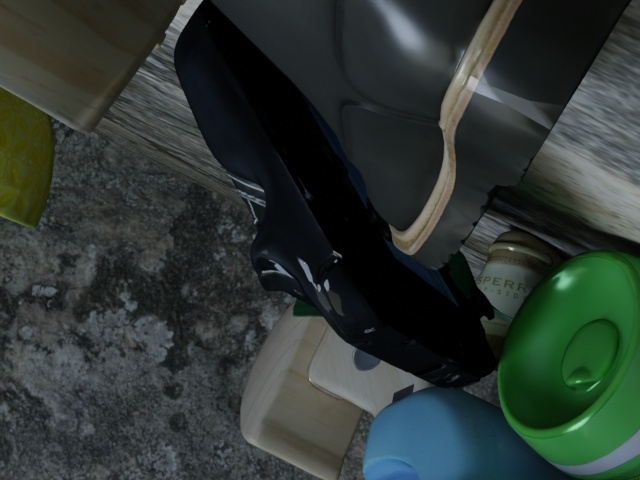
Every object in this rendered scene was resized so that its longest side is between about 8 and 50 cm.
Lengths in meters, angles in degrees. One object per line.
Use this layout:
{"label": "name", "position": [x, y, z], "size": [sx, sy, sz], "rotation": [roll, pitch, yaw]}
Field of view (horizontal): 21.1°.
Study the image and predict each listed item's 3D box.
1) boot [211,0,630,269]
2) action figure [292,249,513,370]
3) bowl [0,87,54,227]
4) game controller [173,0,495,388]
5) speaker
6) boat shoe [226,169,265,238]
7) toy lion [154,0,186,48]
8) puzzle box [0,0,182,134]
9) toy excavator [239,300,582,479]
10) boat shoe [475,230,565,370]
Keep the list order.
{"label": "boot", "position": [0.001, -0.066, 0.448], "size": [0.137, 0.077, 0.198], "rotation": [32, 166, 3]}
{"label": "action figure", "position": [0.042, 0.008, 1.095], "size": [0.137, 0.063, 0.232], "rotation": [8, -154, -8]}
{"label": "bowl", "position": [-0.336, -0.142, 1.453], "size": [0.289, 0.156, 0.289], "rotation": [27, 177, 1]}
{"label": "game controller", "position": [0.017, -0.014, 0.837], "size": [0.319, 0.067, 0.166], "rotation": [35, -147, -73]}
{"label": "speaker", "position": [0.241, 0.113, 0.956], "size": [0.296, 0.131, 0.131], "rotation": [28, 178, -28]}
{"label": "boat shoe", "position": [-0.003, -0.002, 1.459], "size": [0.113, 0.105, 0.306], "rotation": [26, 178, 24]}
{"label": "toy lion", "position": [-0.116, -0.131, 0.750], "size": [0.100, 0.034, 0.096], "rotation": [26, 170, 23]}
{"label": "puzzle box", "position": [-0.187, -0.147, 0.322], "size": [0.272, 0.052, 0.409], "rotation": [36, 180, 10]}
{"label": "toy excavator", "position": [0.071, 0.181, 1.093], "size": [0.222, 0.445, 0.433], "rotation": [30, 142, -22]}
{"label": "boat shoe", "position": [0.173, 0.058, 1.224], "size": [0.104, 0.089, 0.285], "rotation": [10, 176, 19]}
